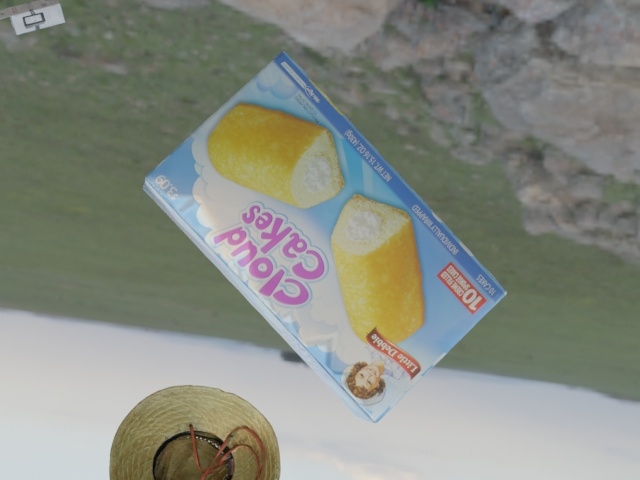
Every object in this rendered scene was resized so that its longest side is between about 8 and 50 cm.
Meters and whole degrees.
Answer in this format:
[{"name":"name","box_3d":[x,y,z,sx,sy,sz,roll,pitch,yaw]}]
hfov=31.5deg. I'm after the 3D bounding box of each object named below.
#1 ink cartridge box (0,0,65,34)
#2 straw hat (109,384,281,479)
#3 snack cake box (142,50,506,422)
[{"name":"ink cartridge box","box_3d":[-0.388,-0.299,1.513,0.083,0.028,0.048,-17,-152,-14]},{"name":"straw hat","box_3d":[-0.110,0.195,0.969,0.144,0.144,0.061,9,162,-11]},{"name":"snack cake box","box_3d":[0.000,0.000,0.917,0.264,0.152,0.089,47,170,-4]}]
